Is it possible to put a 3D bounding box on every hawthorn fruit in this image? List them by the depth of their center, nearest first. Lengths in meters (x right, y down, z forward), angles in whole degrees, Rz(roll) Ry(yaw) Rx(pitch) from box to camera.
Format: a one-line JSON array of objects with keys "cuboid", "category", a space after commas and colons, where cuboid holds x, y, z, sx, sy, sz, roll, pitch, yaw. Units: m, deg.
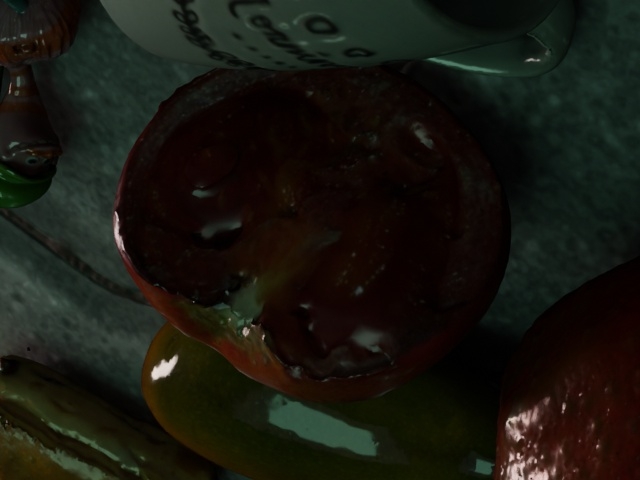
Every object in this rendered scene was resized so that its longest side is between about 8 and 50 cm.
[{"cuboid": [0.233, 0.113, 1.043, 0.254, 0.254, 0.300, 43, 145, -3], "category": "hawthorn fruit"}]

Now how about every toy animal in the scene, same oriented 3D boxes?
[{"cuboid": [-0.211, -0.123, 1.256, 0.103, 0.100, 0.208, 39, 147, 32], "category": "toy animal"}]

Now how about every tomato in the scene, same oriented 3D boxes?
[{"cuboid": [0.000, 0.000, 1.158, 0.233, 0.200, 0.139, 35, 163, 17], "category": "tomato"}]

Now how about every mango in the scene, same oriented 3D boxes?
[{"cuboid": [0.016, 0.111, 1.251, 0.289, 0.129, 0.146, 21, 146, 23], "category": "mango"}]

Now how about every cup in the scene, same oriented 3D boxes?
[{"cuboid": [0.019, -0.161, 1.051, 0.234, 0.186, 0.258, -9, 145, 44], "category": "cup"}]

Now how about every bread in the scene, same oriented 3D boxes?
[{"cuboid": [-0.198, 0.218, 1.482, 0.210, 0.099, 0.235, 29, 132, 9], "category": "bread"}]

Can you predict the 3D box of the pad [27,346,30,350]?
[{"cuboid": [-0.341, -0.013, 1.383, 0.250, 0.055, 0.323, -4, 131, 27], "category": "pad"}]
